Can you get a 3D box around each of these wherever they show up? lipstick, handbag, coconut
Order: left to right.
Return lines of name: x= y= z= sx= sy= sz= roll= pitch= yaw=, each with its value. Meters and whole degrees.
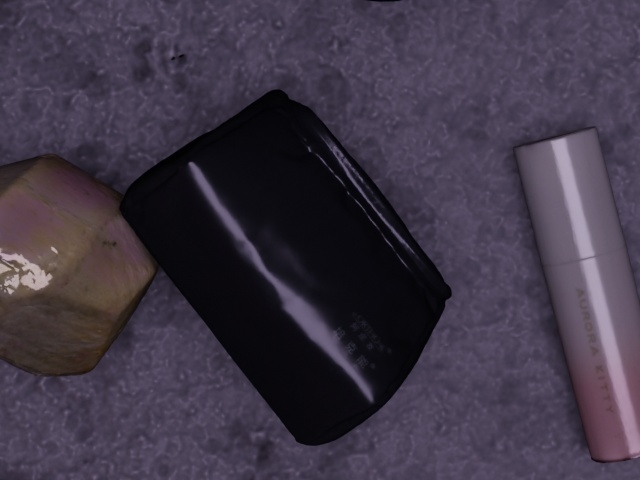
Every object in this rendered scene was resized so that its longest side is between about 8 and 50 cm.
coconut: x=-0.275 y=0.015 z=1.599 sx=0.237 sy=0.237 sz=0.197 roll=34 pitch=85 yaw=-5
handbag: x=0.001 y=-0.001 z=1.585 sx=0.302 sy=0.275 sz=0.178 roll=51 pitch=133 yaw=-4
lipstick: x=0.273 y=0.054 z=1.700 sx=0.087 sy=0.087 sz=0.327 roll=-15 pitch=94 yaw=-3
